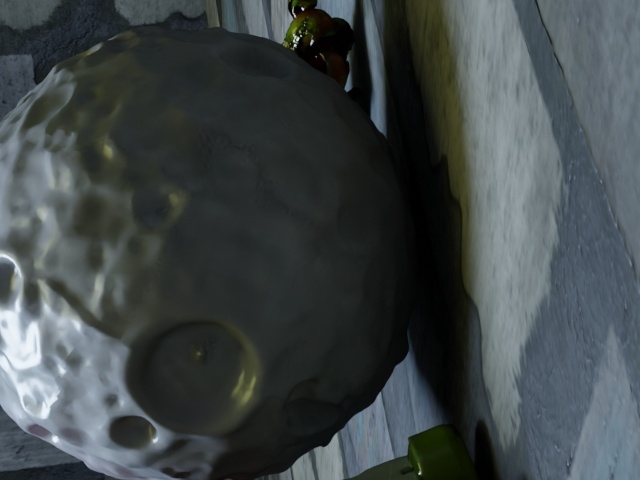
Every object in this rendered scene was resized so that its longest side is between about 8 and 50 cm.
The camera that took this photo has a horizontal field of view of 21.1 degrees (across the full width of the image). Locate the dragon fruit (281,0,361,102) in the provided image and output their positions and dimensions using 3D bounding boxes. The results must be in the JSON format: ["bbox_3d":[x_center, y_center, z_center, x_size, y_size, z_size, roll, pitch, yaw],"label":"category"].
[{"bbox_3d":[-0.013,-0.124,1.454,0.142,0.138,0.175,37,115,50],"label":"dragon fruit"}]

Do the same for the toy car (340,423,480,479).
[{"bbox_3d":[0.062,0.248,1.049,0.235,0.145,0.235,158,90,-89],"label":"toy car"}]

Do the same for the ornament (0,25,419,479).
[{"bbox_3d":[-0.092,0.017,1.229,0.337,0.337,0.337,174,90,-84],"label":"ornament"}]
